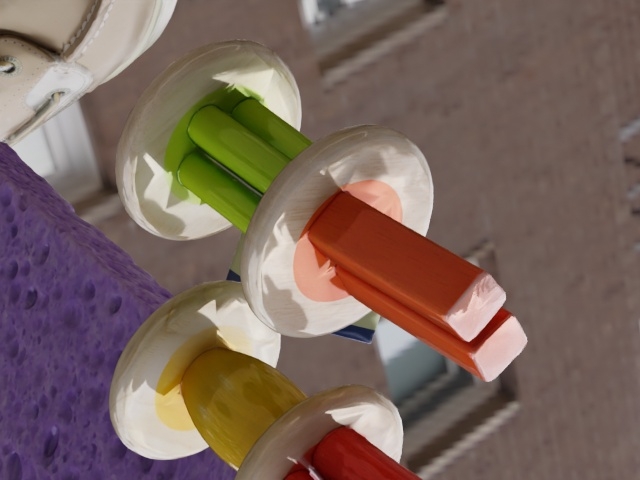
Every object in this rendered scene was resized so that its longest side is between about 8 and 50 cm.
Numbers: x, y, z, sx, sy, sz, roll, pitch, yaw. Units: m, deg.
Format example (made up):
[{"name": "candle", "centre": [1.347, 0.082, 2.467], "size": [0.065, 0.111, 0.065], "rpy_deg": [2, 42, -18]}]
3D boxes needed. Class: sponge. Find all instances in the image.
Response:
[{"name": "sponge", "centre": [-0.098, 0.061, 0.709], "size": [0.210, 0.117, 0.031], "rpy_deg": [39, -165, 32]}]

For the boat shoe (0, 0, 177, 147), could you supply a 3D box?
[{"name": "boat shoe", "centre": [-0.159, -0.096, 0.882], "size": [0.098, 0.109, 0.302], "rpy_deg": [-44, -174, -32]}]

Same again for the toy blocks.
[{"name": "toy blocks", "centre": [0.015, 0.038, 0.418], "size": [0.054, 0.123, 0.148], "rpy_deg": [-21, -139, -34]}]

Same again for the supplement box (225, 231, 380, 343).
[{"name": "supplement box", "centre": [0.000, 0.000, 1.003], "size": [0.056, 0.083, 0.083], "rpy_deg": [15, -173, -28]}]
